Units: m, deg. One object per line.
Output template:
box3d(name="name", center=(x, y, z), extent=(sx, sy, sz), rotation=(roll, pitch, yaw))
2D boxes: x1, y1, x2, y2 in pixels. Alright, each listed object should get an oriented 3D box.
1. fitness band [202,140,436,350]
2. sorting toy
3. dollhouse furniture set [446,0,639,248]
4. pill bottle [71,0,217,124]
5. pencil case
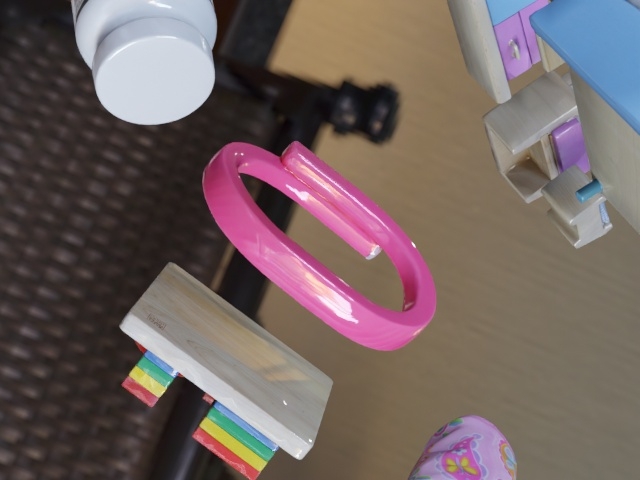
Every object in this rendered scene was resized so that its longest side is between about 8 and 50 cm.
box3d(name="fitness band", center=(0.000, 0.000, 1.854), extent=(0.054, 0.291, 0.209), rotation=(-46, -166, 28))
box3d(name="sorting toy", center=(-0.124, 0.162, 2.085), extent=(0.089, 0.257, 0.255), rotation=(-53, -177, 14))
box3d(name="dollhouse furniture set", center=(0.257, -0.100, 1.219), extent=(0.198, 0.303, 0.286), rotation=(-31, 139, -6))
box3d(name="pill bottle", center=(-0.203, -0.272, 1.974), extent=(0.162, 0.162, 0.278), rotation=(118, -30, -41))
box3d(name="pencil case", center=(0.144, 0.318, 2.033), extent=(0.124, 0.124, 0.284), rotation=(-64, 174, 30))
